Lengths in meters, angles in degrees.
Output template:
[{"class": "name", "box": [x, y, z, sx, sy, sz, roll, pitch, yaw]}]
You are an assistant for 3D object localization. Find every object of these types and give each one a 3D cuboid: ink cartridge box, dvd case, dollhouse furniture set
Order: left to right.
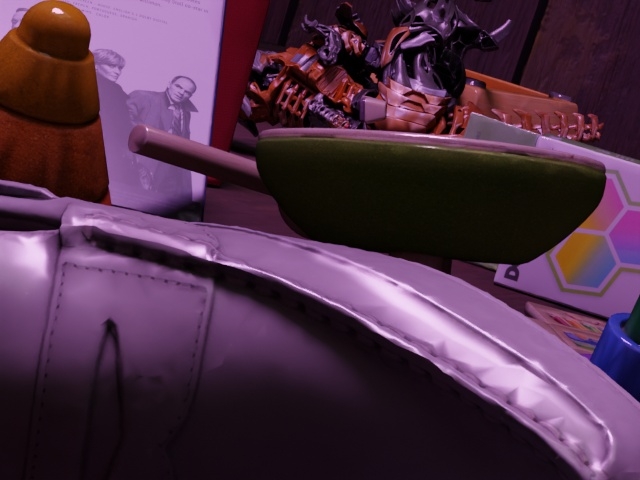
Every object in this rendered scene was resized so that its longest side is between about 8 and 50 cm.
[{"class": "dvd case", "box": [-0.149, -0.109, 0.963, 0.179, 0.029, 0.238, 14, 47, -13]}, {"class": "dollhouse furniture set", "box": [0.007, -0.064, 1.261, 0.081, 0.091, 0.114, 2, 11, 7]}, {"class": "ink cartridge box", "box": [0.185, -0.010, 1.127, 0.209, 0.109, 0.062, 18, 9, 10]}]

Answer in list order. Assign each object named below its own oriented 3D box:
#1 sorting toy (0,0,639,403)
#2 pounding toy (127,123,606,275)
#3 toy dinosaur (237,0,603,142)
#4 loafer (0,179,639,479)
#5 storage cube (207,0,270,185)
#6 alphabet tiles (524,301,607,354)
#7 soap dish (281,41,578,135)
[{"class": "sorting toy", "box": [0.000, 0.000, 0.645, 0.366, 0.126, 0.127, 16, 23, -12]}, {"class": "pounding toy", "box": [0.032, 0.004, 0.857, 0.237, 0.110, 0.183, 5, -1, 40]}, {"class": "toy dinosaur", "box": [0.074, -0.131, 1.401, 0.322, 0.218, 0.164, 22, -22, -5]}, {"class": "loafer", "box": [-0.062, 0.043, 0.434, 0.319, 0.112, 0.111, 13, 12, 29]}, {"class": "storage cube", "box": [-0.166, -0.166, 1.177, 0.215, 0.193, 0.184, 8, 13, -37]}, {"class": "alphabet tiles", "box": [0.230, 0.099, 0.880, 0.285, 0.011, 0.342, 15, 9, -9]}, {"class": "soap dish", "box": [0.116, -0.119, 1.613, 0.229, 0.118, 0.291, 22, 12, 29]}]
